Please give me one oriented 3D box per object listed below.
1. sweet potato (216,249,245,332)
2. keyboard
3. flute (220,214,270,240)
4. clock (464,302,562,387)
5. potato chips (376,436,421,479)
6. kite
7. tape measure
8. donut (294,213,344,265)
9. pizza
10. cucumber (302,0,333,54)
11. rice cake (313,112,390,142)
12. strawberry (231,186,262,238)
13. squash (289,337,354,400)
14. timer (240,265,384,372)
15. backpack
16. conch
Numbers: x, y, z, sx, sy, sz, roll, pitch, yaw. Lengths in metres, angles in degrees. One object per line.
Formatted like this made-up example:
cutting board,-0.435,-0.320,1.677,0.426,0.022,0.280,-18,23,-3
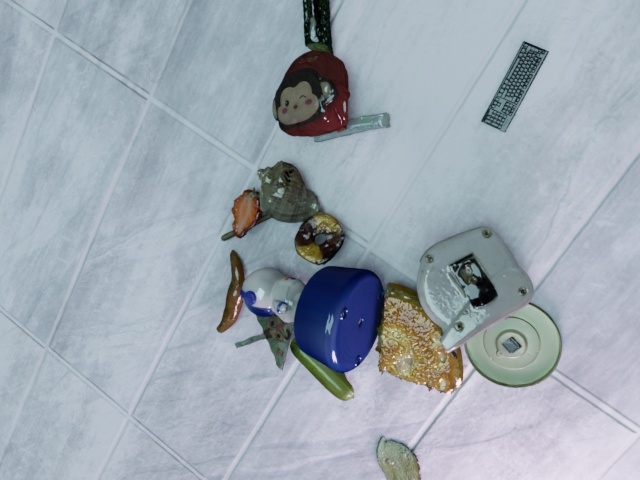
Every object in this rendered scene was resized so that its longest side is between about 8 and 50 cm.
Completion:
sweet potato,-0.256,0.161,1.717,0.078,0.058,0.255,18,103,38
keyboard,0.456,-0.359,1.359,0.067,0.011,0.202,30,109,15
flute,-0.194,-0.048,1.666,0.233,0.027,0.027,-24,91,24
clock,0.484,0.261,1.461,0.234,0.029,0.235,4,102,20
potato chips,0.234,0.651,1.640,0.209,0.026,0.142,43,115,11
kite,-0.166,0.283,1.712,0.250,0.012,0.229,-29,79,33
tape measure,0.357,0.114,1.395,0.258,0.130,0.265,-34,81,8
donut,0.000,0.000,1.562,0.140,0.059,0.141,-1,81,9
pizza,0.240,0.270,1.520,0.226,0.086,0.336,-34,91,17
cucumber,-0.009,-0.602,1.460,0.077,0.077,0.265,1,99,21
rice cake,0.079,-0.295,1.505,0.210,0.034,0.043,-8,99,23
strawberry,-0.206,-0.078,1.643,0.104,0.048,0.152,29,103,32
squash,0.006,0.366,1.648,0.239,0.069,0.069,44,112,9
timer,-0.049,0.170,1.557,0.383,0.270,0.271,14,106,32
backpack,-0.016,-0.375,1.471,0.229,0.138,0.229,-8,78,40
conch,-0.093,-0.123,1.577,0.207,0.130,0.155,34,125,-13
